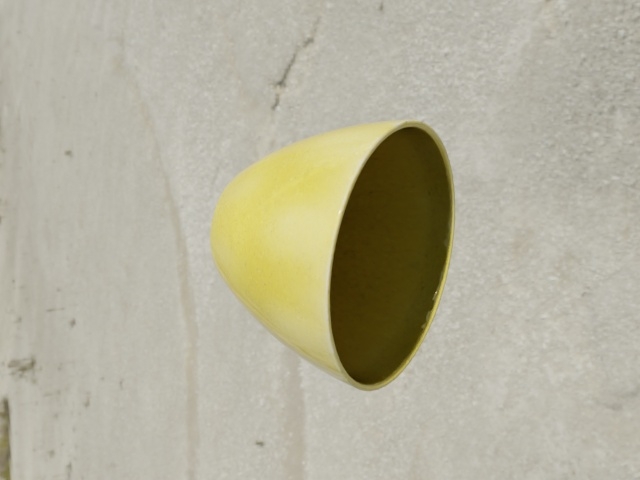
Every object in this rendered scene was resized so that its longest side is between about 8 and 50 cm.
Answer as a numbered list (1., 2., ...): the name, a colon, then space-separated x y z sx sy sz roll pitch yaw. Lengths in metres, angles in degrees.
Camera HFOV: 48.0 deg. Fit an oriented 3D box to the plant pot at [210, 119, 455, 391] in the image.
1. plant pot: 0.000 0.000 0.376 0.095 0.134 0.134 12 109 31
